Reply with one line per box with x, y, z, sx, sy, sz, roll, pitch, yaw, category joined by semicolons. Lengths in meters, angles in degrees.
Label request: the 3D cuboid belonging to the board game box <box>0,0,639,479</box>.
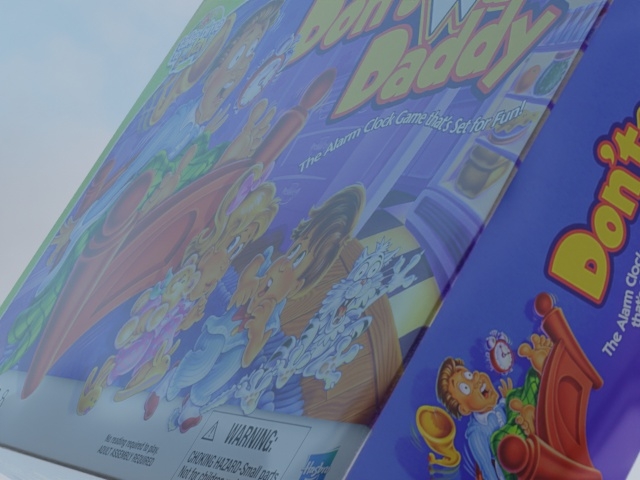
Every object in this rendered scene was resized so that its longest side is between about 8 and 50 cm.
0.000;0.000;0.592;0.078;0.233;0.347;38;-18;-22;board game box
